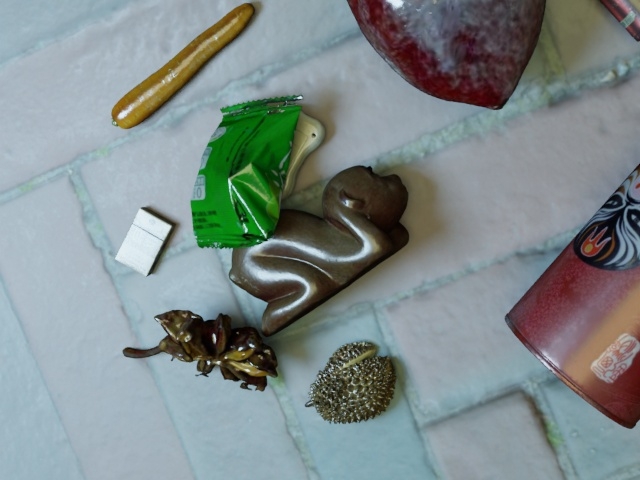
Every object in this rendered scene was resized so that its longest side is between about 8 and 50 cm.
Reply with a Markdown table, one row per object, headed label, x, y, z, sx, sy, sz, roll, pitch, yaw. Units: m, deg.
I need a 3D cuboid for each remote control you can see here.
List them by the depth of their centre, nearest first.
| label | x | y | z | sx | sy | sz | roll | pitch | yaw |
| --- | --- | --- | --- | --- | --- | --- | --- | --- | --- |
| remote control | -0.048 | -0.116 | 1.231 | 0.074 | 0.032 | 0.122 | 34 | 102 | 5 |

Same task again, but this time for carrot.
| label | x | y | z | sx | sy | sz | roll | pitch | yaw |
| --- | --- | --- | --- | --- | --- | --- | --- | --- | --- |
| carrot | -0.183 | -0.231 | 1.233 | 0.248 | 0.043 | 0.043 | -38 | 90 | 10 |

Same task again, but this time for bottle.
| label | x | y | z | sx | sy | sz | roll | pitch | yaw |
| --- | --- | --- | --- | --- | --- | --- | --- | --- | --- |
| bottle | 0.354 | -0.322 | 1.130 | 0.060 | 0.060 | 0.164 | -43 | 89 | 12 |

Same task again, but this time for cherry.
| label | x | y | z | sx | sy | sz | roll | pitch | yaw |
| --- | --- | --- | --- | --- | --- | --- | --- | --- | --- |
| cherry | 0.152 | -0.292 | 1.092 | 0.230 | 0.203 | 0.300 | -23 | 102 | 4 |

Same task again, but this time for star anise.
| label | x | y | z | sx | sy | sz | roll | pitch | yaw |
| --- | --- | --- | --- | --- | --- | --- | --- | --- | --- |
| star anise | -0.166 | 0.137 | 1.229 | 0.234 | 0.177 | 0.073 | 9 | 59 | 6 |

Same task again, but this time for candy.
| label | x | y | z | sx | sy | sz | roll | pitch | yaw |
| --- | --- | --- | --- | --- | --- | --- | --- | --- | --- |
| candy | -0.098 | -0.088 | 1.181 | 0.141 | 0.078 | 0.203 | 4 | 76 | 27 |

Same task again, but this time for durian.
| label | x | y | z | sx | sy | sz | roll | pitch | yaw |
| --- | --- | --- | --- | --- | --- | --- | --- | --- | --- |
| durian | 0.033 | 0.202 | 1.244 | 0.140 | 0.071 | 0.110 | -29 | 92 | 16 |

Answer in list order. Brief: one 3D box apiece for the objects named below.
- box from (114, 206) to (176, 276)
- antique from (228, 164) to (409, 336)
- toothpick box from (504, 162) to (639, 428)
| label | x | y | z | sx | sy | sz | roll | pitch | yaw |
| --- | --- | --- | --- | --- | --- | --- | --- | --- | --- |
| box | -0.242 | 0.002 | 1.281 | 0.053 | 0.024 | 0.083 | 28 | 102 | 4 |
| antique | 0.000 | 0.000 | 1.200 | 0.257 | 0.121 | 0.143 | -34 | 82 | 19 |
| toothpick box | 0.402 | 0.033 | 1.096 | 0.204 | 0.204 | 0.333 | 39 | 102 | 2 |
